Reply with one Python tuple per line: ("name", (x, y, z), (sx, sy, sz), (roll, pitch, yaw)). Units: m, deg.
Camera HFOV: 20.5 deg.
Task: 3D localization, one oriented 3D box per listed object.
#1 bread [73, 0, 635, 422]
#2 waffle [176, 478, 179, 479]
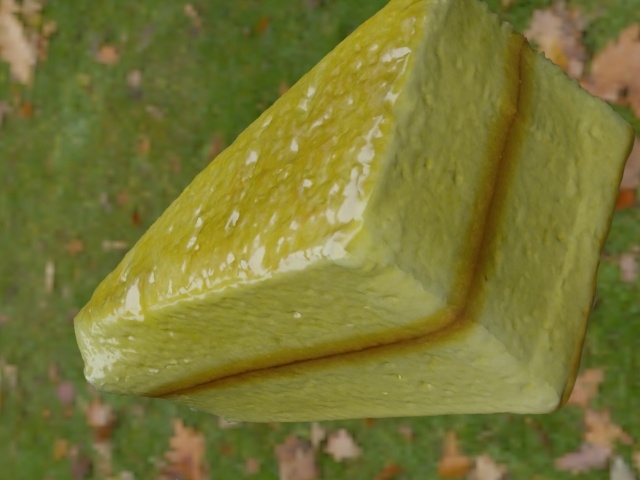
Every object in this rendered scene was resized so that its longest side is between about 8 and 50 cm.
("bread", (0.000, 0.000, 1.274), (0.361, 0.233, 0.245), (-13, 52, 45))
("waffle", (-0.163, 0.287, 1.567), (0.293, 0.259, 0.069), (6, 108, 52))
